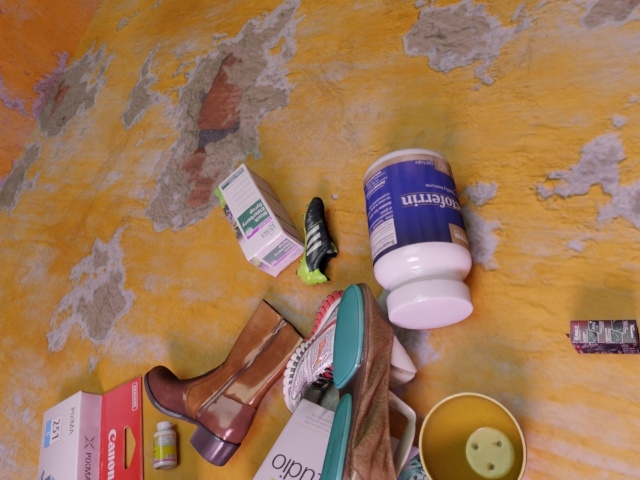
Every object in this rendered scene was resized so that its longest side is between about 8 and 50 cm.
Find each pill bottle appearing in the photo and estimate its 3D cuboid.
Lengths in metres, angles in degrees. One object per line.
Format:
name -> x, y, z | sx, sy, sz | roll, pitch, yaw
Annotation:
pill bottle -> -0.304, 0.401, 1.007 | 0.044, 0.043, 0.083 | -27, 53, 21
pill bottle -> 0.155, -0.003, 0.826 | 0.153, 0.153, 0.264 | -20, 58, 26

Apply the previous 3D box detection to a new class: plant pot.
plant pot -> 0.210, 0.276, 0.679 | 0.134, 0.095, 0.134 | -15, 59, 27

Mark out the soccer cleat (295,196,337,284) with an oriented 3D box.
soccer cleat -> 0.000, 0.000, 1.001 | 0.073, 0.060, 0.178 | -1, 72, 24

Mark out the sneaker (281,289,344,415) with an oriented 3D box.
sneaker -> 0.013, 0.196, 0.864 | 0.093, 0.088, 0.225 | 21, 80, 39

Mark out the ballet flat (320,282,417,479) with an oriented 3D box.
ballet flat -> 0.078, 0.219, 0.737 | 0.342, 0.124, 0.116 | -83, 17, -44

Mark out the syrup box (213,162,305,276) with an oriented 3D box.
syrup box -> -0.129, -0.046, 1.084 | 0.093, 0.096, 0.236 | -41, 49, 10

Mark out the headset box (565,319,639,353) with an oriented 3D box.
headset box -> 0.366, 0.126, 0.671 | 0.083, 0.062, 0.032 | -6, 63, 33

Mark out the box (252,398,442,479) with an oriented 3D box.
box -> -0.004, 0.392, 0.681 | 0.233, 0.058, 0.322 | 14, 49, 28

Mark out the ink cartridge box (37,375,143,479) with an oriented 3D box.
ink cartridge box -> -0.492, 0.465, 1.092 | 0.261, 0.066, 0.296 | -30, 53, 20

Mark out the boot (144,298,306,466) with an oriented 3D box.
boot -> -0.188, 0.230, 0.982 | 0.264, 0.096, 0.280 | 30, 85, 41
